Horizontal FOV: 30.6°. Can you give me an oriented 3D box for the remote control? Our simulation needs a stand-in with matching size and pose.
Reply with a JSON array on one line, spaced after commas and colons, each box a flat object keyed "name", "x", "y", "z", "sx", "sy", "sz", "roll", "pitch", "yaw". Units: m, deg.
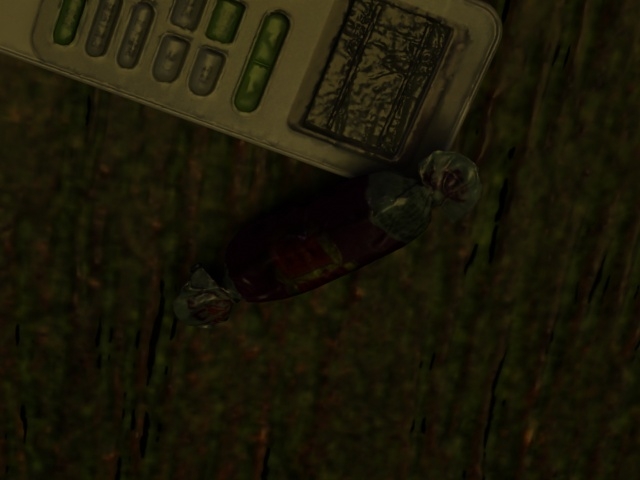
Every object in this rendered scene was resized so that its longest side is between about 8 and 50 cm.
[{"name": "remote control", "x": -0.047, "y": -0.103, "z": 0.527, "sx": 0.250, "sy": 0.034, "sz": 0.103, "roll": 20, "pitch": 109, "yaw": -13}]

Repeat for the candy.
[{"name": "candy", "x": 0.000, "y": 0.000, "z": 0.554, "sx": 0.175, "sy": 0.043, "sz": 0.045, "roll": -23, "pitch": 131, "yaw": 26}]
